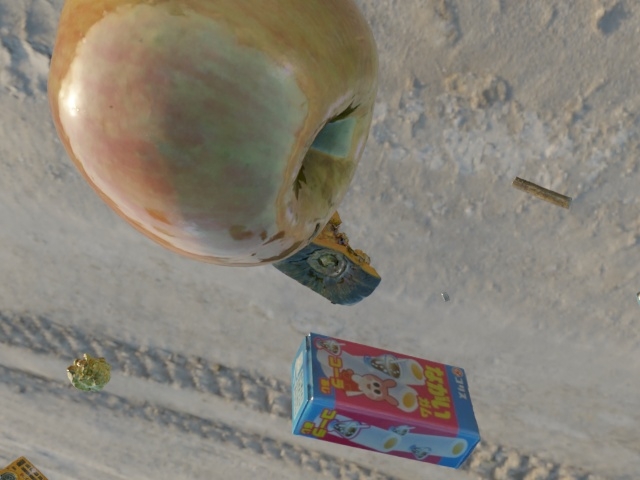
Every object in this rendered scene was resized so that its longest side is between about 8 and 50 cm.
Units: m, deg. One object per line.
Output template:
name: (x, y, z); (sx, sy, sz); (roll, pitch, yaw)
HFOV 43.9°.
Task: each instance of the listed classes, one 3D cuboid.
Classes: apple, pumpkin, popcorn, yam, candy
apple: (-0.125, -0.171, 0.938); (0.346, 0.391, 0.391); (26, 154, 13)
pumpkin: (-0.001, 0.001, 1.742); (0.280, 0.190, 0.139); (31, 128, -11)
popcorn: (-0.439, 0.252, 1.504); (0.083, 0.057, 0.082); (23, 141, -25)
yam: (0.523, -0.113, 1.880); (0.145, 0.032, 0.032); (26, 156, 20)
candy: (0.106, 0.272, 1.345); (0.305, 0.157, 0.100); (14, 124, -14)

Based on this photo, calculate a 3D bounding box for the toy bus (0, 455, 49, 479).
toy bus: (-0.512, 0.470, 1.437); (0.162, 0.074, 0.070); (34, 136, 20)

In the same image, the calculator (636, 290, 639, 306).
calculator: (0.808, 0.218, 1.777); (0.051, 0.293, 0.173); (-37, 136, 9)

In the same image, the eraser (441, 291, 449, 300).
eraser: (0.379, 0.170, 2.397); (0.019, 0.027, 0.099); (-26, 168, 6)
